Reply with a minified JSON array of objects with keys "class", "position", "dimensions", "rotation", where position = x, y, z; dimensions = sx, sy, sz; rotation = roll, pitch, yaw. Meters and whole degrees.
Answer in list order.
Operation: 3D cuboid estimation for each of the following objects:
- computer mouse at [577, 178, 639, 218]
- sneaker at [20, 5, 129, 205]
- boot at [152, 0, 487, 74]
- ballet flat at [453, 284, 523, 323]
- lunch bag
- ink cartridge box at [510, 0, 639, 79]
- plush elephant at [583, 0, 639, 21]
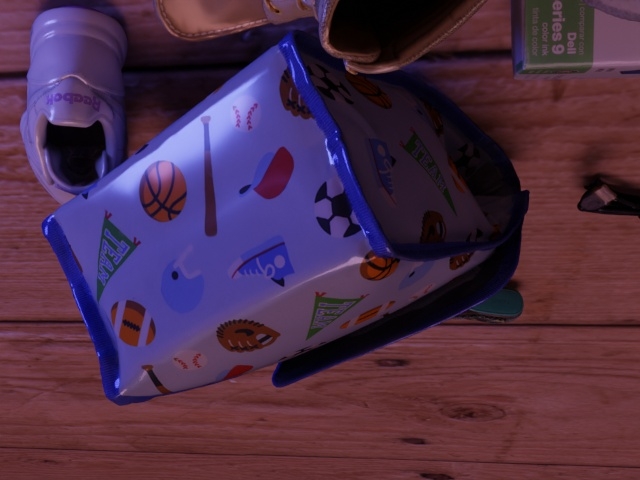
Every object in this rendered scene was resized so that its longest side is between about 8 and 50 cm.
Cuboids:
[{"class":"computer mouse","position":[0.376,-0.055,0.922],"dimensions":[0.184,0.060,0.262],"rotation":[7,178,-8]},{"class":"sneaker","position":[-0.251,-0.089,0.913],"dimensions":[0.114,0.152,0.305],"rotation":[2,153,-10]},{"class":"boot","position":[-0.009,-0.175,0.620],"dimensions":[0.262,0.203,0.095],"rotation":[-17,125,13]},{"class":"ballet flat","position":[0.181,0.080,1.249],"dimensions":[0.188,0.070,0.070],"rotation":[14,150,-9]},{"class":"lunch bag","position":[0.000,0.000,0.895],"dimensions":[0.328,0.239,0.385],"rotation":[-28,167,27]},{"class":"ink cartridge box","position":[0.253,-0.170,0.681],"dimensions":[0.212,0.093,0.154],"rotation":[-2,-173,9]},{"class":"plush elephant","position":[0.178,-0.261,0.429],"dimensions":[0.255,0.271,0.330],"rotation":[20,176,-2]}]
